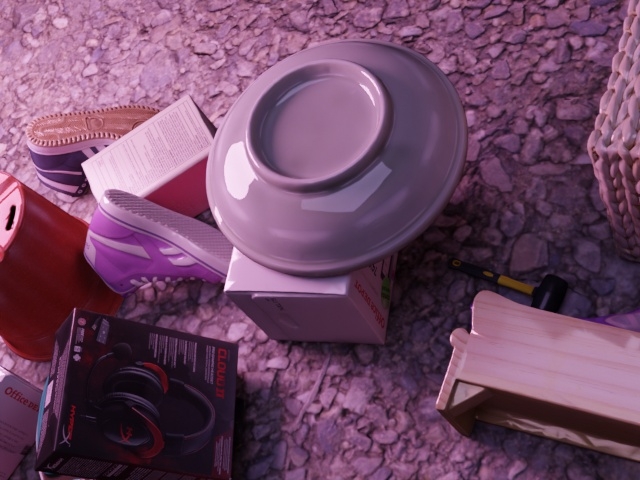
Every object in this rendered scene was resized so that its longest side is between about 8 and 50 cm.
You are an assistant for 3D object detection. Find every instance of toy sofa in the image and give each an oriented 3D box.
[{"bbox_3d":[0.350,0.200,1.305,0.362,0.150,0.177,11,71,27],"label":"toy sofa"}]

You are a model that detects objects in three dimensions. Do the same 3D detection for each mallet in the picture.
[{"bbox_3d":[0.279,0.053,1.488,0.189,0.039,0.062,29,78,36],"label":"mallet"}]

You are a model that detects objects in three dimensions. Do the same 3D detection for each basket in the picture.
[{"bbox_3d":[0.535,-0.149,1.315,0.266,0.331,0.328,10,67,29],"label":"basket"}]

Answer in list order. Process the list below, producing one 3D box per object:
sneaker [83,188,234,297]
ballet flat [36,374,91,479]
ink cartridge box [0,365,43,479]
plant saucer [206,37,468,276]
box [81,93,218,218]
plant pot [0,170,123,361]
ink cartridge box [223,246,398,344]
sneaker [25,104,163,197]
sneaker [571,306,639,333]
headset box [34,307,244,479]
[{"bbox_3d":[-0.254,0.040,1.658,0.282,0.102,0.161,26,110,-2],"label":"sneaker"},{"bbox_3d":[-0.351,0.364,1.521,0.139,0.139,0.400,-22,53,10],"label":"ballet flat"},{"bbox_3d":[-0.550,0.310,1.611,0.092,0.160,0.219,26,74,31],"label":"ink cartridge box"},{"bbox_3d":[0.006,-0.147,1.430,0.400,0.100,0.401,-9,60,16],"label":"plant saucer"},{"bbox_3d":[-0.273,-0.117,1.750,0.232,0.127,0.149,-33,56,3],"label":"box"},{"bbox_3d":[-0.508,0.032,1.682,0.272,0.265,0.273,-10,60,17],"label":"plant pot"},{"bbox_3d":[0.000,0.000,1.531,0.197,0.198,0.270,0,64,21],"label":"ink cartridge box"},{"bbox_3d":[-0.397,-0.163,1.857,0.282,0.153,0.099,-4,54,-15],"label":"sneaker"},{"bbox_3d":[0.445,0.121,1.353,0.236,0.095,0.105,2,57,18],"label":"sneaker"},{"bbox_3d":[-0.250,0.244,1.474,0.110,0.293,0.218,-41,39,50],"label":"headset box"}]
